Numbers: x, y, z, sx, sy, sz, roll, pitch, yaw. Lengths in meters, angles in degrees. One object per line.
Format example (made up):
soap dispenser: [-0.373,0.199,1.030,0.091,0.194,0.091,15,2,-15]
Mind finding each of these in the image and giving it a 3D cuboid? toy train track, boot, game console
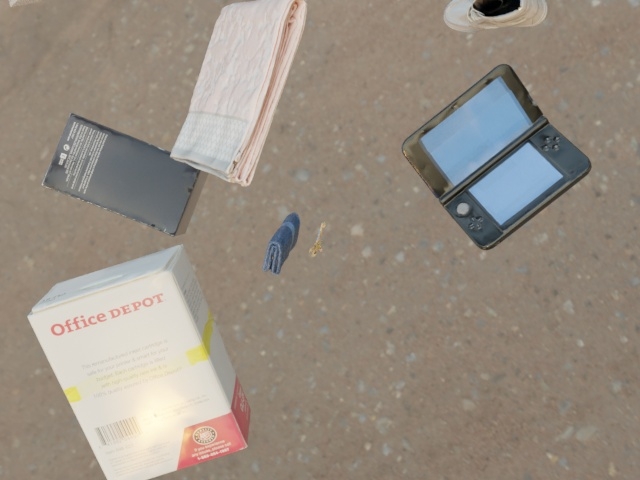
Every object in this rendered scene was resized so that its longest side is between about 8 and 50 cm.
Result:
toy train track: [0.000,0.000,1.647,0.014,0.083,0.048,30,37,19]
boot: [0.361,-0.515,1.842,0.258,0.123,0.095,7,95,41]
game console: [0.365,-0.174,1.745,0.293,0.173,0.250,-39,50,5]

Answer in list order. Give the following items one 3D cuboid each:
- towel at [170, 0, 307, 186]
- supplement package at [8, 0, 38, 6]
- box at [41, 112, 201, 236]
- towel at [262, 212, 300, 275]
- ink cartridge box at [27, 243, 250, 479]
towel: [-0.150,-0.267,1.442,0.332,0.053,0.317,23,94,61]
supplement package: [-0.474,-0.528,1.381,0.139,0.244,0.134,-19,15,-25]
box: [-0.447,-0.148,1.990,0.343,0.312,0.179,-160,92,-84]
towel: [-0.061,0.004,1.384,0.029,0.067,0.119,18,30,8]
ink cartridge box: [-0.326,0.234,1.575,0.279,0.385,0.160,-18,17,6]
